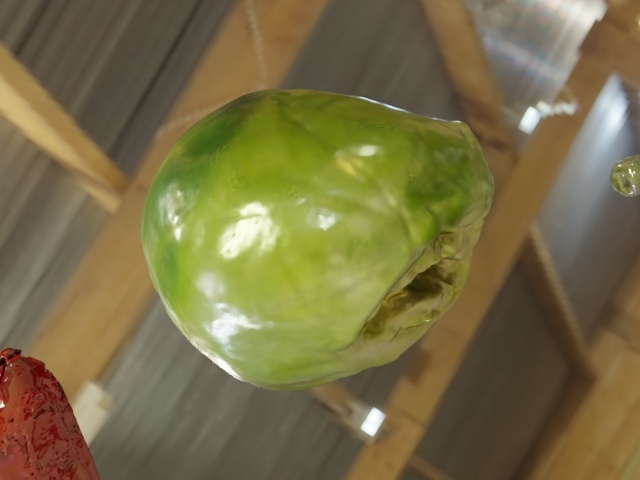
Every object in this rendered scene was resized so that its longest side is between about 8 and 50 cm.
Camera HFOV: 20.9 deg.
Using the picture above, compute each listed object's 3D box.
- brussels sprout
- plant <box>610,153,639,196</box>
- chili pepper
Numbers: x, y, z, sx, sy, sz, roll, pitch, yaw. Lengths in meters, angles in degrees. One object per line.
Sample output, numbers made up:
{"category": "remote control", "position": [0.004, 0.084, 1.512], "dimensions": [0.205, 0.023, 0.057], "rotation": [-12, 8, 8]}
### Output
{"category": "brussels sprout", "position": [0.000, 0.000, 1.548], "dimensions": [0.344, 0.344, 0.268], "rotation": [-12, -75, -66]}
{"category": "plant", "position": [0.328, -0.073, 1.310], "dimensions": [0.297, 0.306, 0.261], "rotation": [-15, 4, -7]}
{"category": "chili pepper", "position": [-0.181, 0.232, 1.209], "dimensions": [0.110, 0.110, 0.388], "rotation": [-44, -45, -39]}
